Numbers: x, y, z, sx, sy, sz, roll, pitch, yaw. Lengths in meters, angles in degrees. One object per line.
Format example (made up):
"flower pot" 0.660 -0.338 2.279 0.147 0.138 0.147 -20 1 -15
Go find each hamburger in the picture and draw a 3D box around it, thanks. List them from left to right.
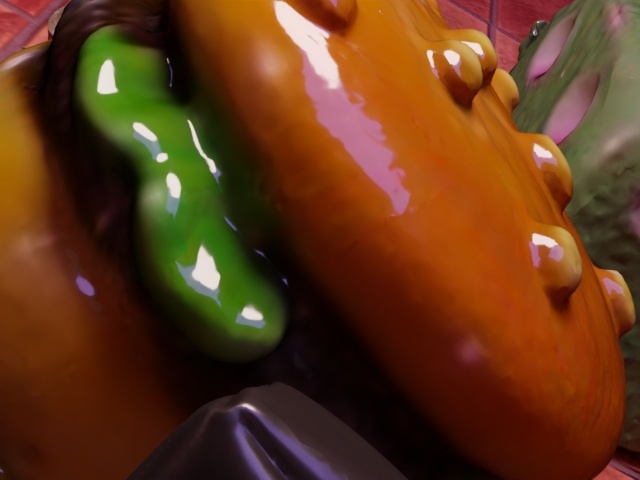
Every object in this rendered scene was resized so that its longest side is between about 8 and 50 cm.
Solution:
"hamburger" 0.000 0.000 0.684 0.396 0.277 0.396 51 17 -21

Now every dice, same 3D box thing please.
"dice" 0.309 -0.025 1.097 0.318 0.330 0.322 27 28 -12

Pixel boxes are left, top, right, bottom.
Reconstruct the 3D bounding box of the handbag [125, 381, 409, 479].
"handbag" -0.025 0.227 0.445 0.257 0.285 0.113 41 5 9

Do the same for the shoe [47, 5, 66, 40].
"shoe" -0.160 -0.120 1.033 0.180 0.092 0.089 24 34 -22
